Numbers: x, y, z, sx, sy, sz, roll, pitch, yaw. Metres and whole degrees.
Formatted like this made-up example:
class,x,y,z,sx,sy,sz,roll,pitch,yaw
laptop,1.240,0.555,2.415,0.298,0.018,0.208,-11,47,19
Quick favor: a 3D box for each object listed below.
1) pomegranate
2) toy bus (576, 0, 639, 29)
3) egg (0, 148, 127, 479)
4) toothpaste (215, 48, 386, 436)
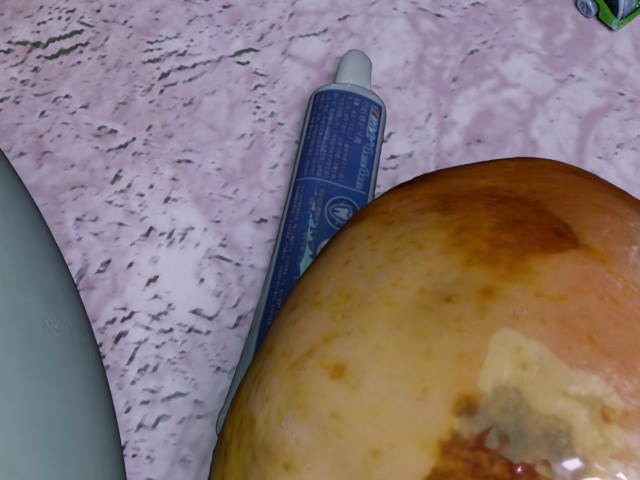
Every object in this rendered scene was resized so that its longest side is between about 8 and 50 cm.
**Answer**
class,x,y,z,sx,sy,sz,roll,pitch,yaw
pomegranate,0.074,0.079,0.407,0.215,0.215,0.215,1,65,-1
toy bus,0.132,-0.147,0.607,0.031,0.037,0.083,-37,72,-16
egg,-0.201,0.076,0.363,0.276,0.276,0.389,-18,70,-10
toothpaste,0.000,0.000,0.538,0.057,0.035,0.197,8,68,8
